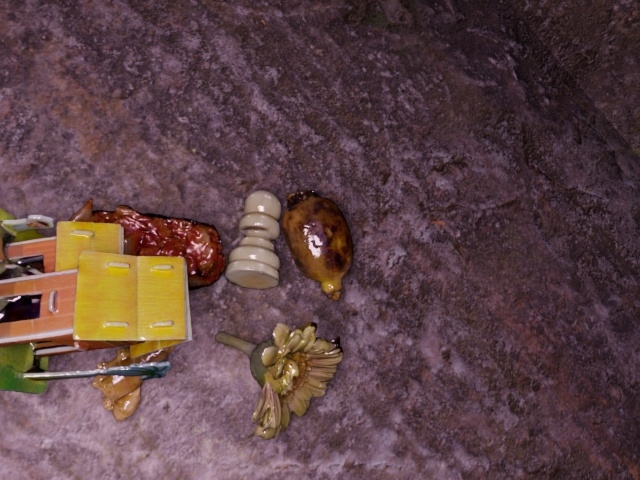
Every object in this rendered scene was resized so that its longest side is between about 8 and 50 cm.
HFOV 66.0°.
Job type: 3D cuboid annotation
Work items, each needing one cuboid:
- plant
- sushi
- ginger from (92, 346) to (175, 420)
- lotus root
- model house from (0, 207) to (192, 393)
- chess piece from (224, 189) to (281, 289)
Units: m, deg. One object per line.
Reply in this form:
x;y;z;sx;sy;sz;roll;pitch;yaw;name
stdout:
-0.075;0.282;1.117;0.261;0.297;0.305;-3;114;-27;plant
-0.386;0.011;1.095;0.343;0.182;0.196;7;71;-22;sushi
-0.409;0.275;1.062;0.115;0.081;0.205;32;70;-3;ginger
0.000;0.000;1.271;0.169;0.141;0.314;-17;81;-28;lotus root
-0.384;0.112;0.918;0.324;0.340;0.300;-8;68;2;model house
-0.156;-0.012;1.234;0.133;0.133;0.243;14;63;-17;chess piece
